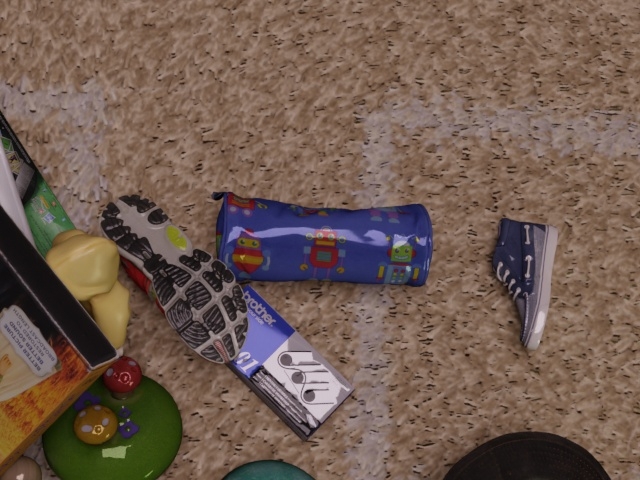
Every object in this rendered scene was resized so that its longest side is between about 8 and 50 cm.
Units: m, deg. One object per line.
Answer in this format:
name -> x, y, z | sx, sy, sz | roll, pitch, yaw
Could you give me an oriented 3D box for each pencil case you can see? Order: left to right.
pencil case -> 0.000, 0.000, 1.690 | 0.306, 0.133, 0.119 | 3, 103, -7

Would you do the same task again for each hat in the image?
hat -> 0.246, 0.413, 1.612 | 0.331, 0.134, 0.331 | 8, 72, -25

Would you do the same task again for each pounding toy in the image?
pounding toy -> -0.296, 0.224, 1.565 | 0.236, 0.110, 0.183 | -7, 50, -10

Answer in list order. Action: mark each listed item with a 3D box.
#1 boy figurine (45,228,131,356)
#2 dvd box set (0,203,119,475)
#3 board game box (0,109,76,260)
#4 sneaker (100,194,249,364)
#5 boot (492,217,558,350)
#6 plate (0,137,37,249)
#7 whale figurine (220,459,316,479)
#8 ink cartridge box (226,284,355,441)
boy figurine -> -0.295, 0.066, 1.551 | 0.092, 0.285, 0.177 | -24, 82, -16
dvd box set -> -0.468, 0.150, 1.485 | 0.420, 0.062, 0.308 | -43, 82, 27
board game box -> -0.440, -0.050, 1.694 | 0.136, 0.030, 0.260 | -31, 82, -16
sneaker -> -0.190, 0.056, 1.650 | 0.107, 0.118, 0.279 | -33, 70, -17
boot -> 0.283, 0.061, 1.747 | 0.086, 0.069, 0.190 | 11, 67, 3
plate -> -0.462, -0.001, 1.563 | 0.045, 0.278, 0.277 | -11, 75, -44
whale figurine -> -0.094, 0.409, 1.563 | 0.216, 0.141, 0.272 | 37, 75, 2
ink cartridge box -> -0.061, 0.168, 1.678 | 0.207, 0.046, 0.097 | 44, 73, 5
